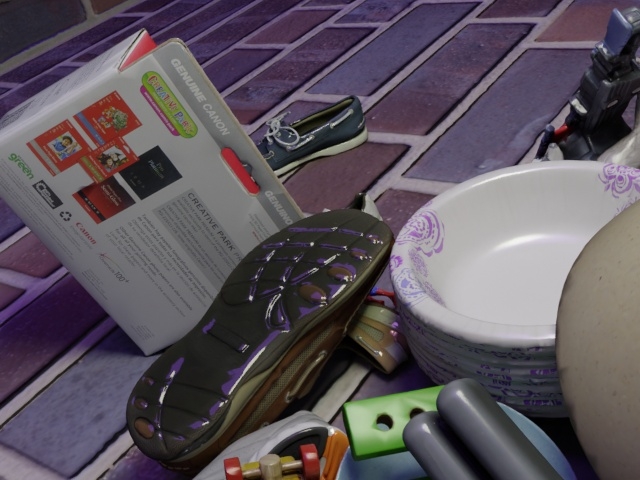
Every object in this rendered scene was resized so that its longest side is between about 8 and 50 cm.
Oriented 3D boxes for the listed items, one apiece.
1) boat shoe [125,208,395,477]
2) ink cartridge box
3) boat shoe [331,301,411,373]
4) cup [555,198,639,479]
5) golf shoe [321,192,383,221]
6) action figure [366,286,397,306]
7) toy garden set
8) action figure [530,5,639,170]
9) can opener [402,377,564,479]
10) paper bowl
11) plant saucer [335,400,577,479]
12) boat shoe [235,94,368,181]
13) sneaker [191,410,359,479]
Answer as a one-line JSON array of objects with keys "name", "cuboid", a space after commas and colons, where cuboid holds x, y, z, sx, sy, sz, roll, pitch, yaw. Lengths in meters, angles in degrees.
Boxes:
[{"name": "boat shoe", "cuboid": [-0.049, 0.101, 0.788, 0.324, 0.120, 0.123, -43, 50, -19]}, {"name": "ink cartridge box", "cuboid": [-0.170, -0.058, 0.882, 0.272, 0.309, 0.130, -25, 29, 17]}, {"name": "boat shoe", "cuboid": [0.017, 0.092, 0.861, 0.190, 0.068, 0.072, 17, 60, 44]}, {"name": "cup", "cuboid": [0.349, 0.049, 0.476, 0.331, 0.237, 0.331, 4, 60, -8]}, {"name": "golf shoe", "cuboid": [0.000, 0.000, 0.987, 0.176, 0.086, 0.069, -32, 37, -21]}, {"name": "action figure", "cuboid": [0.038, 0.064, 0.924, 0.115, 0.030, 0.038, 17, 40, 43]}, {"name": "toy garden set", "cuboid": [0.049, 0.233, 0.545, 0.204, 0.049, 0.244, -8, 55, -11]}, {"name": "action figure", "cuboid": [0.375, -0.112, 0.859, 0.330, 0.341, 0.178, -19, 67, 6]}, {"name": "can opener", "cuboid": [0.167, 0.212, 0.508, 0.280, 0.074, 0.093, 48, 21, 20]}, {"name": "paper bowl", "cuboid": [0.216, 0.053, 0.748, 0.284, 0.148, 0.284, -11, 33, 7]}, {"name": "plant saucer", "cuboid": [0.106, 0.214, 0.612, 0.195, 0.037, 0.195, 0, 52, 0]}, {"name": "boat shoe", "cuboid": [-0.046, -0.163, 1.265, 0.255, 0.079, 0.095, -19, 32, -4]}, {"name": "sneaker", "cuboid": [-0.088, 0.238, 0.672, 0.262, 0.099, 0.121, -29, 6, -5]}]
